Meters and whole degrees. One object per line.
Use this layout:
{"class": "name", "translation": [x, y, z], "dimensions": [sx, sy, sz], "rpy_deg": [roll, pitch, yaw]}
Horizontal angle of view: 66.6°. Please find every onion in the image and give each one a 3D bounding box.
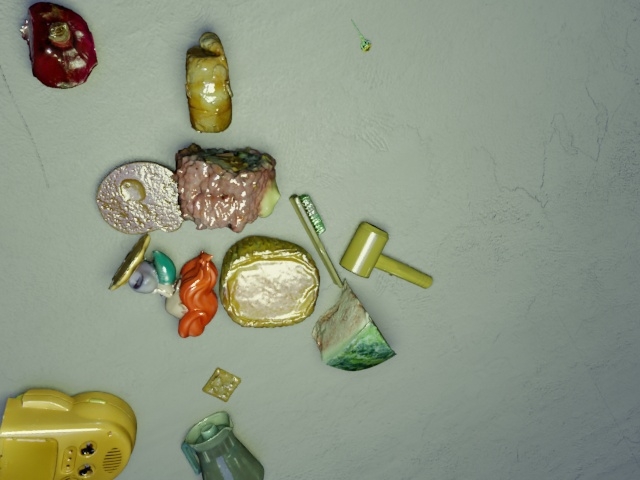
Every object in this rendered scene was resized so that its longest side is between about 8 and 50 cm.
{"class": "onion", "translation": [-0.531, -0.410, 1.019], "dimensions": [0.135, 0.198, 0.173], "rpy_deg": [-14, 105, -39]}

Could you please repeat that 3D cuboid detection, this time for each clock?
{"class": "clock", "translation": [-0.639, 0.518, 1.246], "dimensions": [0.317, 0.200, 0.244], "rpy_deg": [10, 105, -22]}

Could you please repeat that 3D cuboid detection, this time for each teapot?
{"class": "teapot", "translation": [-0.281, 0.613, 1.357], "dimensions": [0.203, 0.171, 0.225], "rpy_deg": [-17, 102, 26]}

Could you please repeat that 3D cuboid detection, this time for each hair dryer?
{"class": "hair dryer", "translation": [0.199, 0.059, 1.341], "dimensions": [0.279, 0.090, 0.135], "rpy_deg": [24, 97, -22]}

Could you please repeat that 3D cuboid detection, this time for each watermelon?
{"class": "watermelon", "translation": [0.099, 0.245, 1.312], "dimensions": [0.232, 0.310, 0.193], "rpy_deg": [36, 97, 21]}

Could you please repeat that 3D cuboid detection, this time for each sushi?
{"class": "sushi", "translation": [-0.206, -0.118, 1.112], "dimensions": [0.237, 0.270, 0.170], "rpy_deg": [9, 107, 0]}

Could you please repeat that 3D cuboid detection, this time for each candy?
{"class": "candy", "translation": [0.096, -0.505, 1.202], "dimensions": [0.023, 0.025, 0.083], "rpy_deg": [-40, 101, -28]}

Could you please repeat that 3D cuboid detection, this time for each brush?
{"class": "brush", "translation": [0.000, 0.000, 1.296], "dimensions": [0.048, 0.054, 0.282], "rpy_deg": [-30, 108, -12]}

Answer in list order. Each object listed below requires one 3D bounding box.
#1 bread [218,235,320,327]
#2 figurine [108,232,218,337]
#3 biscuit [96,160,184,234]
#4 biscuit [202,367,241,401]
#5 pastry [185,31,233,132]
{"class": "bread", "translation": [-0.133, 0.110, 1.254], "dimensions": [0.253, 0.142, 0.227], "rpy_deg": [5, 105, -9]}
{"class": "figurine", "translation": [-0.353, 0.108, 1.197], "dimensions": [0.257, 0.181, 0.208], "rpy_deg": [36, 67, -24]}
{"class": "biscuit", "translation": [-0.430, -0.103, 1.186], "dimensions": [0.208, 0.049, 0.181], "rpy_deg": [-8, 106, -9]}
{"class": "biscuit", "translation": [-0.276, 0.406, 1.366], "dimensions": [0.081, 0.018, 0.083], "rpy_deg": [33, 97, -18]}
{"class": "pastry", "translation": [-0.251, -0.341, 1.093], "dimensions": [0.100, 0.218, 0.229], "rpy_deg": [-7, 141, -12]}
